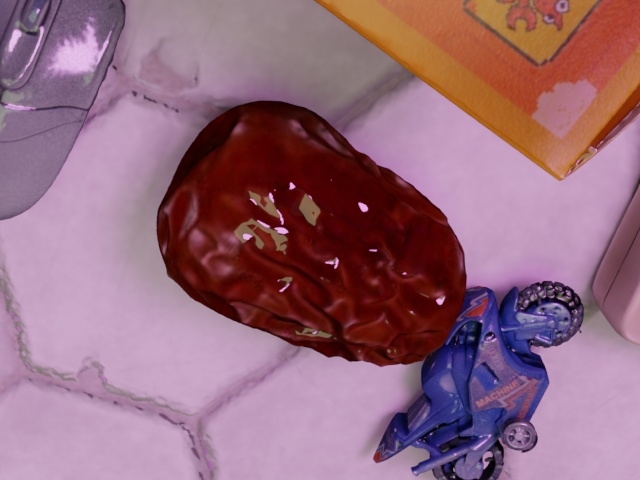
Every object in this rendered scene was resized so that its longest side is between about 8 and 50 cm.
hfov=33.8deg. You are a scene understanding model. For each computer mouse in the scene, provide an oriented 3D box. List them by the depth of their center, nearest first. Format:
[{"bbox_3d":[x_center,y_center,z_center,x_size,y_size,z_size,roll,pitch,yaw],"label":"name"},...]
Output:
[{"bbox_3d":[-0.210,-0.107,0.718,0.113,0.068,0.229,21,110,-15],"label":"computer mouse"}]

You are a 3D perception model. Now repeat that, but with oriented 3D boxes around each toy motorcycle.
[{"bbox_3d":[0.124,0.112,0.841,0.114,0.076,0.205,22,112,-4],"label":"toy motorcycle"}]

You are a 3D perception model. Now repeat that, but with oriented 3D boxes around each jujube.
[{"bbox_3d":[0.000,0.000,0.741,0.230,0.155,0.155,25,109,-21],"label":"jujube"}]

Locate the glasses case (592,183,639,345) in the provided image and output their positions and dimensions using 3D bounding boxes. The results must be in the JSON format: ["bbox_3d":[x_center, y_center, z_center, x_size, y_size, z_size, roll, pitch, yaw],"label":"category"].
[{"bbox_3d":[0.335,-0.066,0.778,0.143,0.076,0.337,18,110,-13],"label":"glasses case"}]

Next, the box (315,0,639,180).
[{"bbox_3d":[0.110,-0.222,0.580,0.213,0.283,0.260,32,107,-15],"label":"box"}]
